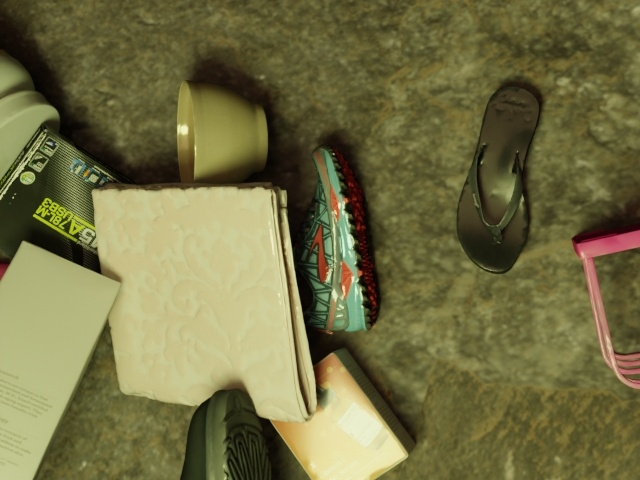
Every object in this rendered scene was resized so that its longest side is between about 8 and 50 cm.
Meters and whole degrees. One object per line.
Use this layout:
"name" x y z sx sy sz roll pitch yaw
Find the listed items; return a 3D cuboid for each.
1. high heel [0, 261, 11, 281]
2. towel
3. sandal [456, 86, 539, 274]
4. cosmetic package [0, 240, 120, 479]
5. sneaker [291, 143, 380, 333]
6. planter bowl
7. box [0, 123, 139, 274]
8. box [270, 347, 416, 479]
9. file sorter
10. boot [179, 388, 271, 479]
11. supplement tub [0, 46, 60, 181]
"high heel" -0.544 0.057 1.668 0.244 0.117 0.082 1 72 15
"towel" -0.161 0.077 1.535 0.332 0.053 0.317 3 105 36
"sandal" 0.236 -0.082 1.543 0.097 0.054 0.254 6 90 12
"cosmetic package" -0.403 0.204 1.478 0.155 0.365 0.197 24 131 -9
"sneaker" 0.000 0.000 1.567 0.125 0.104 0.262 -9 87 14
"planter bowl" -0.134 -0.140 1.583 0.109 0.162 0.162 -2 88 -15
"box" -0.366 -0.040 1.624 0.191 0.045 0.184 35 95 -27
"box" 0.026 0.253 1.562 0.130 0.091 0.170 -38 82 9
"file sorter" 0.426 0.064 1.384 0.202 0.291 0.182 -13 89 11
"boot" -0.285 0.399 1.491 0.445 0.146 0.367 -9 82 18
"supplement tub" -0.559 -0.208 1.618 0.331 0.241 0.241 39 96 10
